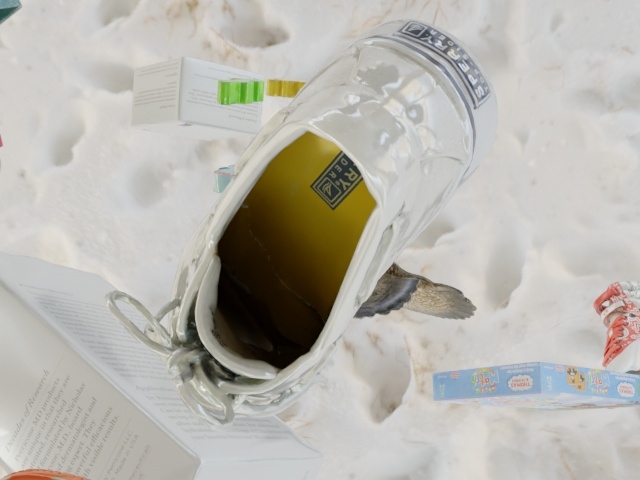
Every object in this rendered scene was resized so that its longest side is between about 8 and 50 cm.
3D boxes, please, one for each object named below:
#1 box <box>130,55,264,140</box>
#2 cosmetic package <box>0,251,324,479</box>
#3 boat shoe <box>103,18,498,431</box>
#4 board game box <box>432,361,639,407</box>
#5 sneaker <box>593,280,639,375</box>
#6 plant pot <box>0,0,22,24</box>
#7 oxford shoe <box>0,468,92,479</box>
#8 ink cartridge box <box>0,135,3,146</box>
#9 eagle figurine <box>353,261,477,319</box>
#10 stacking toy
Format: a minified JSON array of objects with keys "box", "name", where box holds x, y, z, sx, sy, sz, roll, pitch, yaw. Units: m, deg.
[{"box":[-0.230,-0.259,1.508,0.181,0.182,0.118,4,90,49],"name":"box"},{"box":[-0.246,0.186,0.925,0.453,0.230,0.161,31,95,34],"name":"cosmetic package"},{"box":[-0.042,0.042,0.475,0.136,0.367,0.156,44,48,3],"name":"boat shoe"},{"box":[0.263,0.174,0.945,0.212,0.160,0.039,13,71,-34],"name":"board game box"},{"box":[0.470,0.153,1.262,0.270,0.090,0.145,-23,58,-37],"name":"sneaker"},{"box":[-0.478,-0.327,0.878,0.166,0.165,0.234,-16,97,40],"name":"plant pot"},{"box":[-0.247,0.230,0.566,0.272,0.098,0.096,-11,106,17],"name":"oxford shoe"},{"box":[-0.765,-0.271,1.681,0.128,0.176,0.127,-29,48,-33],"name":"ink cartridge box"},{"box":[0.114,0.062,1.507,0.226,0.225,0.298,-27,56,-7],"name":"eagle figurine"},{"box":[-0.057,-0.061,0.725,0.052,0.221,0.166,9,104,15],"name":"stacking toy"}]
